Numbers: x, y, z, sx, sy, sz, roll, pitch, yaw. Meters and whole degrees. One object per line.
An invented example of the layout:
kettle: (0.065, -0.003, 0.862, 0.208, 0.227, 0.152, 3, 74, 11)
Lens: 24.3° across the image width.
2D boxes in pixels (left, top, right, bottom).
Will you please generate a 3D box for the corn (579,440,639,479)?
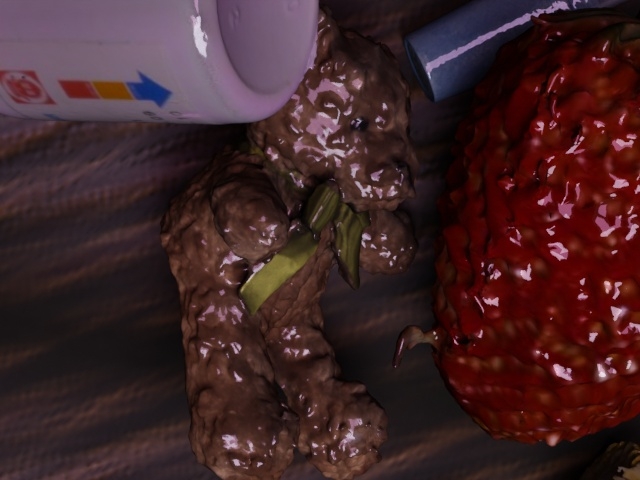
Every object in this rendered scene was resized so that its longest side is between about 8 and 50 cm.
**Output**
corn: (0.313, 0.292, 1.235, 0.122, 0.123, 0.305, -44, 103, 5)

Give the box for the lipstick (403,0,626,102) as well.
lipstick: (0.200, -0.189, 1.148, 0.274, 0.061, 0.068, -25, 100, -2)

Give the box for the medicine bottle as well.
medicine bottle: (-0.161, -0.162, 0.993, 0.293, 0.170, 0.170, 2, 104, 26)

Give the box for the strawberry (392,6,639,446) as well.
strawberry: (0.185, 0.004, 1.068, 0.292, 0.292, 0.343, 31, 106, -13)

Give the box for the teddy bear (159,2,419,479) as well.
teddy bear: (0.005, 0.008, 1.088, 0.222, 0.246, 0.296, -33, 68, 29)
